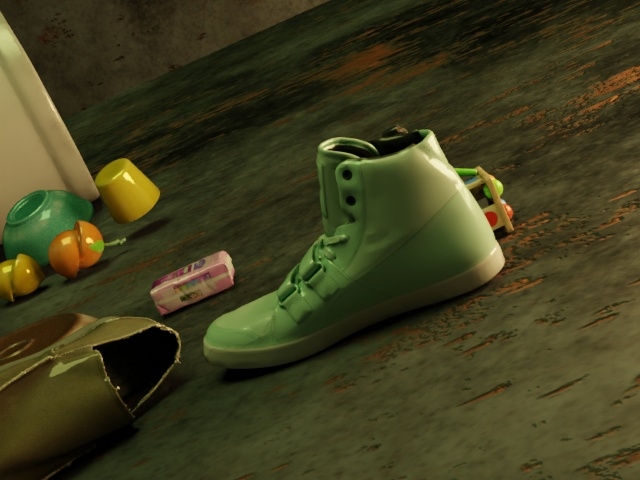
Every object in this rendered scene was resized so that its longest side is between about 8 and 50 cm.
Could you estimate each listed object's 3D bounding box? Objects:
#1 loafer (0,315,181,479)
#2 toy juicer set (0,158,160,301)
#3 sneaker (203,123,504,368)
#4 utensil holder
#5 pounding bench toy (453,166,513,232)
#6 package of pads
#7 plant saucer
[{"bbox_3d":[-0.202,0.123,1.176,0.087,0.094,0.251,-18,15,39],"label":"loafer"},{"bbox_3d":[-0.367,0.013,1.885,0.329,0.089,0.209,-11,38,34],"label":"toy juicer set"},{"bbox_3d":[0.000,0.000,1.174,0.256,0.151,0.094,-23,16,12],"label":"sneaker"},{"bbox_3d":[-0.572,-0.119,2.172,0.385,0.327,0.327,-28,15,-9],"label":"utensil holder"},{"bbox_3d":[0.120,-0.039,1.251,0.065,0.083,0.052,-25,14,1],"label":"pounding bench toy"},{"bbox_3d":[-0.126,0.042,1.464,0.083,0.032,0.050,-24,12,4],"label":"package of pads"},{"bbox_3d":[-0.294,0.121,1.452,0.198,0.036,0.198,-24,15,7],"label":"plant saucer"}]
